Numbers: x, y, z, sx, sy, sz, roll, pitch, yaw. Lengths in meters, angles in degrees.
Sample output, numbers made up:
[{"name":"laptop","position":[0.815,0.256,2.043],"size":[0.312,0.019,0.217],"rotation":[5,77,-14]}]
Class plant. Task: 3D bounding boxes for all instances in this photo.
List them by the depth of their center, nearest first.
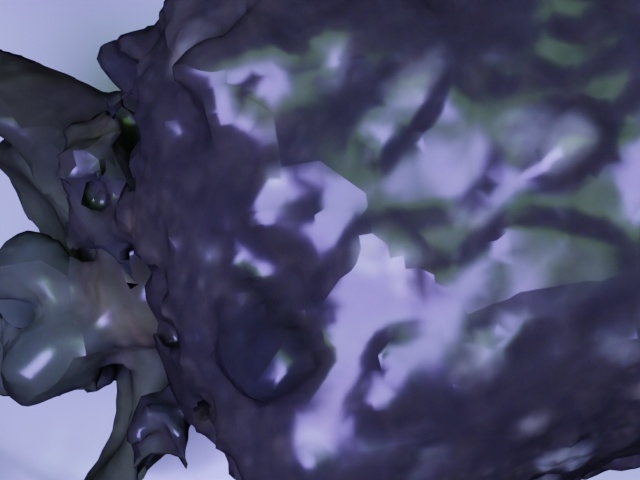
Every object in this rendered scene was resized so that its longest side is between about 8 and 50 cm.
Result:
[{"name":"plant","position":[0.000,0.000,0.539],"size":[0.312,0.213,0.215],"rotation":[-10,87,6]}]
